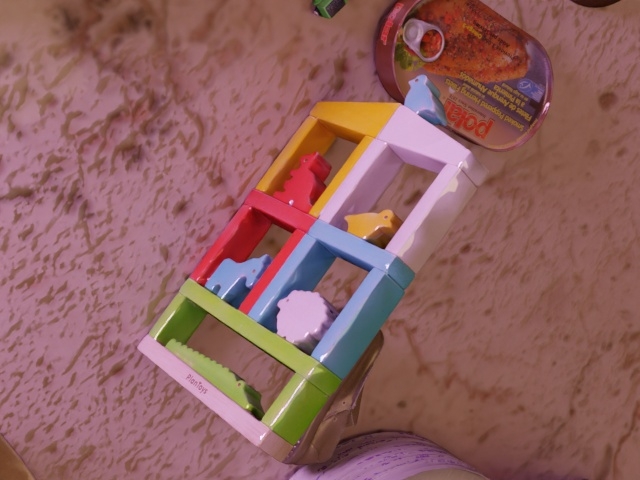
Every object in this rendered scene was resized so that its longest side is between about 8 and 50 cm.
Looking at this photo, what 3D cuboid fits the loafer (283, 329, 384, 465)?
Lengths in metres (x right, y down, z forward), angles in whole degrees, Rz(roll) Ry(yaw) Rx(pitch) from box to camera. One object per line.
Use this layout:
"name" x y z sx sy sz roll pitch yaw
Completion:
"loafer" 0.012 0.130 0.996 0.050 0.056 0.148 27 99 -38

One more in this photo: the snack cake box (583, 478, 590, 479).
"snack cake box" 0.264 0.335 1.126 0.152 0.089 0.264 -67 165 3

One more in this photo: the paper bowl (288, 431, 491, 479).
"paper bowl" 0.070 0.329 1.043 0.284 0.148 0.284 -11 111 -32

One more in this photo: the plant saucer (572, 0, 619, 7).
"plant saucer" 0.267 -0.295 1.043 0.168 0.029 0.168 -11 110 -31

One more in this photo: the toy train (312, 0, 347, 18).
"toy train" 0.027 -0.206 0.910 0.083 0.023 0.017 -46 125 -12

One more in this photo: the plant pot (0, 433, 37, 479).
"plant pot" -0.272 0.258 0.728 0.191 0.284 0.284 -29 121 -2

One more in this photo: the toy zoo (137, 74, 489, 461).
"toy zoo" 0.000 0.000 0.855 0.030 0.192 0.293 42 80 -37

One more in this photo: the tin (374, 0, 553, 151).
"tin" 0.125 -0.145 0.990 0.189 0.040 0.106 25 87 -37
